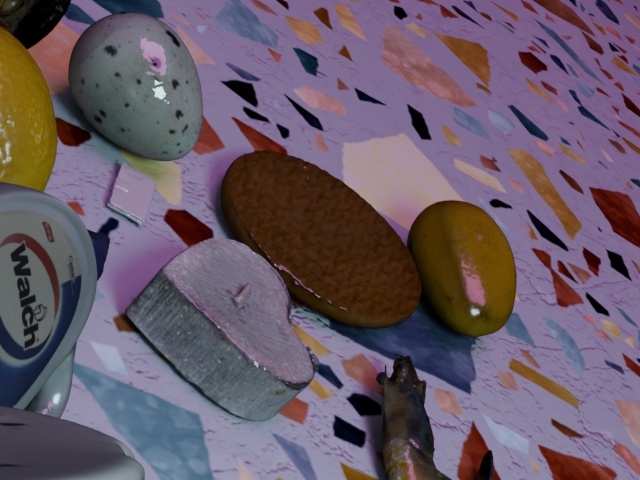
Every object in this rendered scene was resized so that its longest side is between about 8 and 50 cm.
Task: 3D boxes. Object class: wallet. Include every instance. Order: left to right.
[{"bbox_3d":[-0.187,-0.046,1.494,0.044,0.011,0.083,31,29,-15],"label":"wallet"}]

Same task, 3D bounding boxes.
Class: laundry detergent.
[{"bbox_3d":[-0.240,0.061,1.091,0.105,0.215,0.280,3,13,23],"label":"laundry detergent"}]

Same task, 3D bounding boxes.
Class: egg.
[{"bbox_3d":[-0.186,-0.154,1.542,0.164,0.131,0.131,63,29,-1],"label":"egg"}]

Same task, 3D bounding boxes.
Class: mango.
[{"bbox_3d":[0.162,0.036,1.721,0.137,0.098,0.195,32,34,-21],"label":"mango"}]

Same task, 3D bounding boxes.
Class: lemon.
[{"bbox_3d":[-0.307,-0.088,1.222,0.187,0.187,0.244,19,43,-35],"label":"lemon"}]

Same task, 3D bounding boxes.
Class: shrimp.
[{"bbox_3d":[0.115,0.207,1.458,0.150,0.051,0.217,27,37,-31],"label":"shrimp"}]

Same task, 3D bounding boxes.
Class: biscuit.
[{"bbox_3d":[-0.001,0.001,1.629,0.262,0.037,0.262,30,29,-19],"label":"biscuit"}]

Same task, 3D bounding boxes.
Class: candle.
[{"bbox_3d":[-0.093,0.071,1.373,0.168,0.068,0.192,24,29,-34],"label":"candle"}]

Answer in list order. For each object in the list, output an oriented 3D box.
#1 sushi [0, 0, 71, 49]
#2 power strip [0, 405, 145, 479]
[{"bbox_3d":[-0.350,-0.278,1.466,0.200,0.213,0.204,18,12,6],"label":"sushi"},{"bbox_3d":[-0.271,0.166,0.733,0.357,0.161,0.357,7,0,0],"label":"power strip"}]
